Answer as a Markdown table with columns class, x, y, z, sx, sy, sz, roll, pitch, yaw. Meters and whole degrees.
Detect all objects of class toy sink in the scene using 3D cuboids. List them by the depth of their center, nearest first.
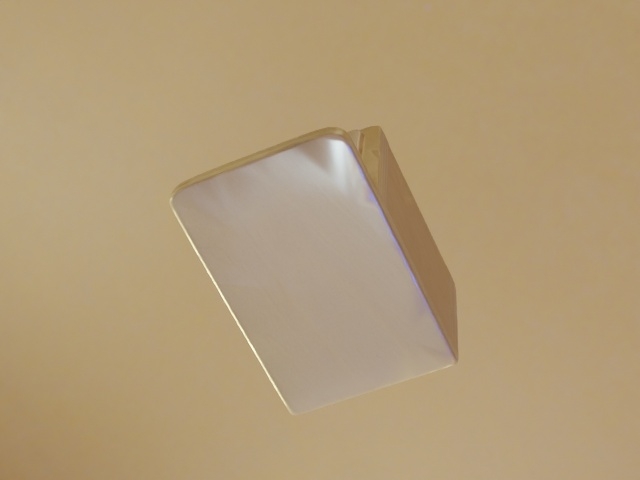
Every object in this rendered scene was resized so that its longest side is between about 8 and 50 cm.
| class | x | y | z | sx | sy | sz | roll | pitch | yaw |
| --- | --- | --- | --- | --- | --- | --- | --- | --- | --- |
| toy sink | 0.000 | 0.000 | 1.141 | 0.131 | 0.153 | 0.234 | -83 | -31 | -58 |
